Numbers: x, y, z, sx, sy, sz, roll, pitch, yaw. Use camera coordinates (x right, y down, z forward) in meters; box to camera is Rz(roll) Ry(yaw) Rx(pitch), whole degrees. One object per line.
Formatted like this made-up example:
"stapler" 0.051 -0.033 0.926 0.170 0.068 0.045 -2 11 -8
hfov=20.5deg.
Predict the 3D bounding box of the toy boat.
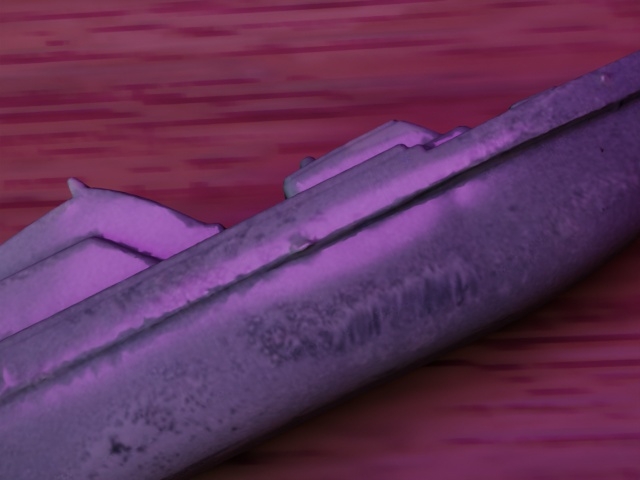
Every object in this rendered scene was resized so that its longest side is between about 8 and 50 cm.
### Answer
"toy boat" 0.000 0.000 0.482 0.260 0.078 0.085 -25 80 -1
